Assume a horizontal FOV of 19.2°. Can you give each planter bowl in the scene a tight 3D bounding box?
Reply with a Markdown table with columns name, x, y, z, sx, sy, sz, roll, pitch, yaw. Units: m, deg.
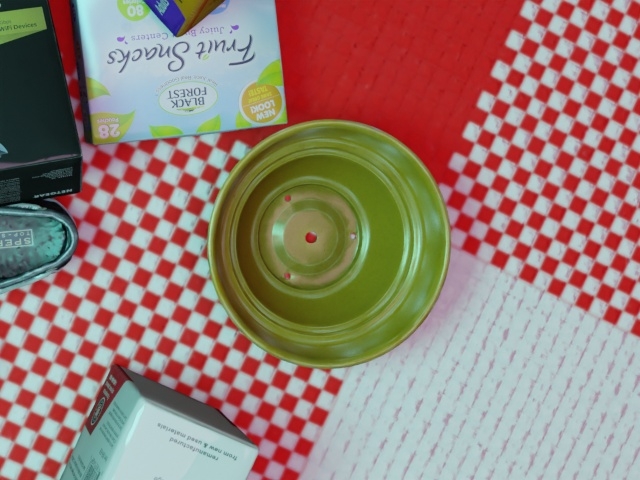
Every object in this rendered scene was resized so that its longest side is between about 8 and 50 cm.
| name | x | y | z | sx | sy | sz | roll | pitch | yaw |
| --- | --- | --- | --- | --- | --- | --- | --- | --- | --- |
| planter bowl | 0.000 | 0.000 | 1.673 | 0.217 | 0.090 | 0.217 | -1 | 95 | -12 |

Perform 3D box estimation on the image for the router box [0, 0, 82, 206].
| name | x | y | z | sx | sy | sz | roll | pitch | yaw |
| --- | --- | --- | --- | --- | --- | --- | --- | --- | --- |
| router box | -0.366 | -0.135 | 1.532 | 0.308 | 0.081 | 0.243 | -10 | 70 | -12 |

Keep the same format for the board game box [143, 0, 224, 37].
| name | x | y | z | sx | sy | sz | roll | pitch | yaw |
| --- | --- | --- | --- | --- | --- | --- | --- | --- | --- |
| board game box | -0.072 | -0.431 | 1.442 | 0.356 | 0.356 | 0.356 | -42 | 93 | -13 |

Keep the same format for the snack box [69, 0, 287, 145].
| name | x | y | z | sx | sy | sz | roll | pitch | yaw |
| --- | --- | --- | --- | --- | --- | --- | --- | --- | --- |
| snack box | -0.127 | -0.194 | 1.637 | 0.174 | 0.070 | 0.207 | -8 | 97 | -12 |

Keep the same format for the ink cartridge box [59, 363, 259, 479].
| name | x | y | z | sx | sy | sz | roll | pitch | yaw |
| --- | --- | --- | --- | --- | --- | --- | --- | --- | --- |
| ink cartridge box | -0.173 | 0.261 | 1.599 | 0.114 | 0.197 | 0.273 | 26 | 89 | -14 |

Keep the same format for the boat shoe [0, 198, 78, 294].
| name | x | y | z | sx | sy | sz | roll | pitch | yaw |
| --- | --- | --- | --- | --- | --- | --- | --- | --- | --- |
| boat shoe | -0.352 | 0.016 | 1.585 | 0.301 | 0.102 | 0.108 | -6 | 96 | -13 |
